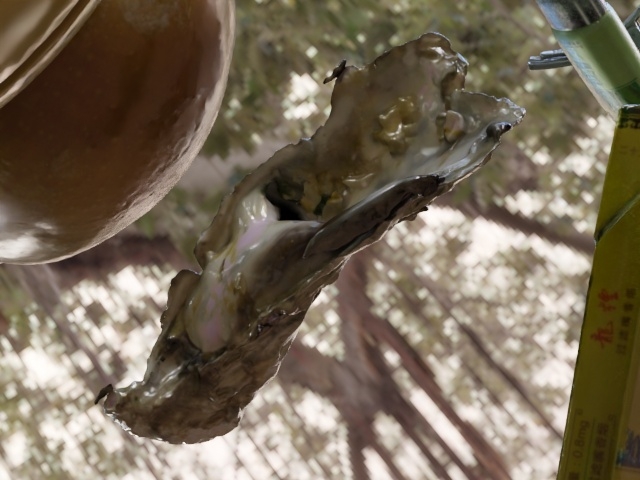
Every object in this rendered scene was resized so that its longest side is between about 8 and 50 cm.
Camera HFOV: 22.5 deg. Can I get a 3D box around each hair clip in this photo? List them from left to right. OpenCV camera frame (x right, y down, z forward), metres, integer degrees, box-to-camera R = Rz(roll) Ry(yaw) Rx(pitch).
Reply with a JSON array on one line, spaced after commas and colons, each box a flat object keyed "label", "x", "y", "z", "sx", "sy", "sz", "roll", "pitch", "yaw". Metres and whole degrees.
[{"label": "hair clip", "x": 0.228, "y": -0.168, "z": 1.344, "sx": 0.115, "sy": 0.039, "sz": 0.030, "roll": -16, "pitch": 8, "yaw": 16}]

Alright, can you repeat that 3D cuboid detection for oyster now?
[{"label": "oyster", "x": -0.001, "y": -0.002, "z": 0.648, "sx": 0.200, "sy": 0.106, "sz": 0.061, "roll": -32, "pitch": -46, "yaw": 25}]

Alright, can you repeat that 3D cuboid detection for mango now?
[{"label": "mango", "x": -0.139, "y": -0.073, "z": 0.836, "sx": 0.146, "sy": 0.193, "sz": 0.316, "roll": 22, "pitch": -27, "yaw": -13}]

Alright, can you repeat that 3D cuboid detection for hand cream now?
[{"label": "hand cream", "x": 0.218, "y": -0.133, "z": 1.222, "sx": 0.046, "sy": 0.095, "sz": 0.175, "roll": -36, "pitch": -68, "yaw": -6}]

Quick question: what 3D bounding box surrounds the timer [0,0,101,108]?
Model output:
[{"label": "timer", "x": -0.206, "y": -0.167, "z": 0.416, "sx": 0.376, "sy": 0.376, "sz": 0.387, "roll": -41, "pitch": -1, "yaw": 0}]

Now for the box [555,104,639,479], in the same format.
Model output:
[{"label": "box", "x": 0.182, "y": 0.082, "z": 0.838, "sx": 0.153, "sy": 0.041, "sz": 0.279, "roll": 17, "pitch": -99, "yaw": -51}]
